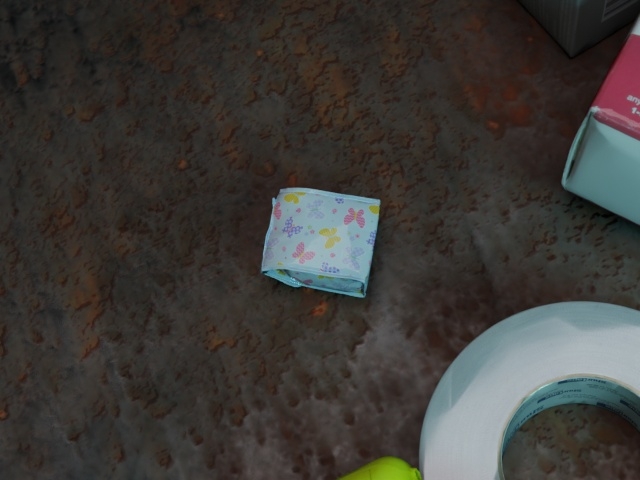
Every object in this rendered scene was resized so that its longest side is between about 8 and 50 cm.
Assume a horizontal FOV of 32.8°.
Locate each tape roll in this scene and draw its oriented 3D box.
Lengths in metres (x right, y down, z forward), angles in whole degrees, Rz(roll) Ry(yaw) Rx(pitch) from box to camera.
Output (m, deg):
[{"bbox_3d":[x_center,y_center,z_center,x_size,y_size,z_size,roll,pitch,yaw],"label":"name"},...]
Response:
[{"bbox_3d":[0.177,0.155,0.729,0.219,0.072,0.219,-3,67,8],"label":"tape roll"}]

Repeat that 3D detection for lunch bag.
[{"bbox_3d":[0.000,0.000,0.834,0.083,0.053,0.071,9,71,2],"label":"lunch bag"}]

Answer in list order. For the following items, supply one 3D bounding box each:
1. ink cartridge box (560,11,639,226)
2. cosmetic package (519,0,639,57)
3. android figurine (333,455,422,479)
[{"bbox_3d":[0.344,-0.133,0.783,0.226,0.131,0.306,26,71,15],"label":"ink cartridge box"},{"bbox_3d":[0.174,-0.282,0.887,0.107,0.127,0.238,-31,68,-4],"label":"cosmetic package"},{"bbox_3d":[0.067,0.255,0.657,0.273,0.056,0.248,-32,77,19],"label":"android figurine"}]
